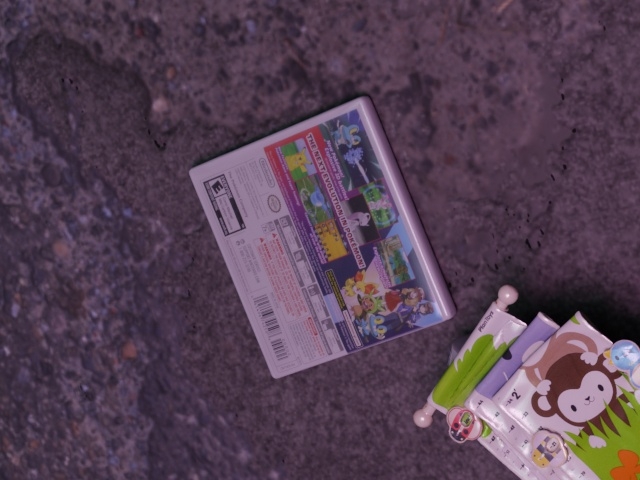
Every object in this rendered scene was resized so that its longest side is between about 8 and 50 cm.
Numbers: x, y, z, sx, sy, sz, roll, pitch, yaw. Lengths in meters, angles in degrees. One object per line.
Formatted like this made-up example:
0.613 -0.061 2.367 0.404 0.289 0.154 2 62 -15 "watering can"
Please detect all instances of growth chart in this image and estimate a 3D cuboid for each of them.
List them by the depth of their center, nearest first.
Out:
0.198 0.140 1.359 0.237 0.021 0.172 36 117 22 "growth chart"

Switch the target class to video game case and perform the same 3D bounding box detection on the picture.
0.000 0.000 1.514 0.183 0.023 0.201 -21 92 27 "video game case"

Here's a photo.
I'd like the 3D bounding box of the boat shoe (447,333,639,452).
0.222 0.147 1.409 0.267 0.096 0.088 12 111 23 "boat shoe"
